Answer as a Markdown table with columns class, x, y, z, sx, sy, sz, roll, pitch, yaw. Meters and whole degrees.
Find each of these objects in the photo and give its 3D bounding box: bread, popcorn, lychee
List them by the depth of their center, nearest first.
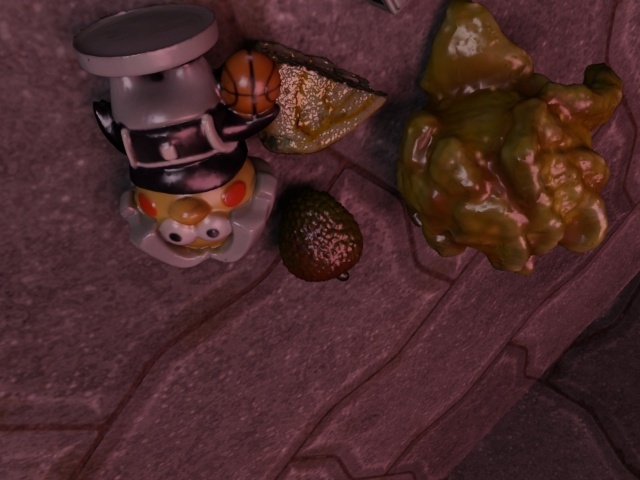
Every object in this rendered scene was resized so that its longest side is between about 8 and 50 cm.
| class | x | y | z | sx | sy | sz | roll | pitch | yaw |
| --- | --- | --- | --- | --- | --- | --- | --- | --- | --- |
| bread | -0.015 | -0.142 | 0.628 | 0.156 | 0.103 | 0.110 | 5 | 115 | -37 |
| lychee | 0.000 | 0.000 | 0.760 | 0.114 | 0.114 | 0.147 | -32 | 126 | -17 |
| popcorn | 0.258 | -0.122 | 0.761 | 0.325 | 0.290 | 0.321 | -22 | 142 | 1 |

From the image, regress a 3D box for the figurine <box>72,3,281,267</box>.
| class | x | y | z | sx | sy | sz | roll | pitch | yaw |
| --- | --- | --- | --- | --- | --- | --- | --- | --- | --- |
| figurine | -0.117 | -0.087 | 0.544 | 0.175 | 0.133 | 0.237 | -4 | 129 | 3 |

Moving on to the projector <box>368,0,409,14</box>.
| class | x | y | z | sx | sy | sz | roll | pitch | yaw |
| --- | --- | --- | --- | --- | --- | --- | --- | --- | --- |
| projector | 0.093 | -0.330 | 0.594 | 0.147 | 0.061 | 0.115 | -49 | 140 | 2 |
